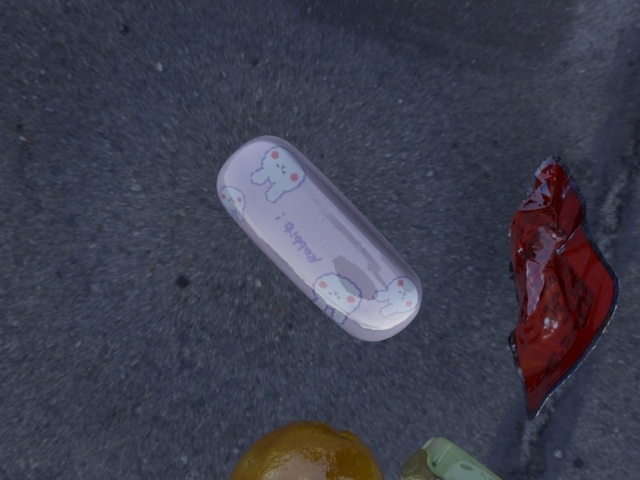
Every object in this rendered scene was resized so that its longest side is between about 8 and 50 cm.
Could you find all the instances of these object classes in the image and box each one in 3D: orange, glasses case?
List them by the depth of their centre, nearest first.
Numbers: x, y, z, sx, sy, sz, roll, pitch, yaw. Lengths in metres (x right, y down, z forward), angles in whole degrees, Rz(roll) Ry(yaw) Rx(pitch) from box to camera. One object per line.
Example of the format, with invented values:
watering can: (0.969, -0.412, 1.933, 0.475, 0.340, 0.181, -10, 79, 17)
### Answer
orange: (-0.009, 0.243, 0.849, 0.159, 0.159, 0.136, 18, 77, -4)
glasses case: (0.000, 0.000, 1.071, 0.297, 0.075, 0.113, 46, 115, -6)

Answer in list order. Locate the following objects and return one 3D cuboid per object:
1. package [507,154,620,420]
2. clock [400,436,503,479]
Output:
package: (0.232, 0.030, 0.913, 0.071, 0.269, 0.194, 10, 129, 2)
clock: (0.229, 0.382, 1.295, 0.235, 0.308, 0.096, 37, 84, 17)
